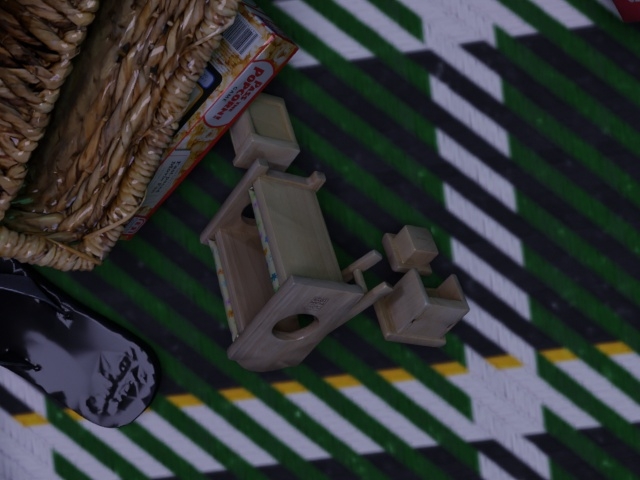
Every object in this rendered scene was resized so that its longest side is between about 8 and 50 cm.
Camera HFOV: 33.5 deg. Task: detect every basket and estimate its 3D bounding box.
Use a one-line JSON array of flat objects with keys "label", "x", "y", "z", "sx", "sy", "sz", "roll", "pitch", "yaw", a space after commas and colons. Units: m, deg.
[{"label": "basket", "x": -0.209, "y": -0.147, "z": 0.650, "sx": 0.223, "sy": 0.213, "sz": 0.299, "roll": 39, "pitch": 110, "yaw": 20}]

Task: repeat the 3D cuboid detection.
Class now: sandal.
[{"label": "sandal", "x": -0.241, "y": 0.060, "z": 0.813, "sx": 0.254, "sy": 0.054, "sz": 0.097, "roll": 23, "pitch": 94, "yaw": 3}]

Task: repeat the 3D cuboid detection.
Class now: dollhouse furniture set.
[{"label": "dollhouse furniture set", "x": 0.000, "y": 0.000, "z": 0.802, "sx": 0.101, "sy": 0.160, "sz": 0.182, "roll": -49, "pitch": 43, "yaw": 37}]

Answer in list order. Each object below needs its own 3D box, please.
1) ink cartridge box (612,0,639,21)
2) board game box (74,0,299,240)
[{"label": "ink cartridge box", "x": 0.227, "y": -0.255, "z": 0.711, "sx": 0.127, "sy": 0.072, "sz": 0.175, "roll": -42, "pitch": 113, "yaw": -12}, {"label": "board game box", "x": -0.133, "y": -0.119, "z": 0.770, "sx": 0.193, "sy": 0.045, "sz": 0.147, "roll": -46, "pitch": 74, "yaw": 14}]
